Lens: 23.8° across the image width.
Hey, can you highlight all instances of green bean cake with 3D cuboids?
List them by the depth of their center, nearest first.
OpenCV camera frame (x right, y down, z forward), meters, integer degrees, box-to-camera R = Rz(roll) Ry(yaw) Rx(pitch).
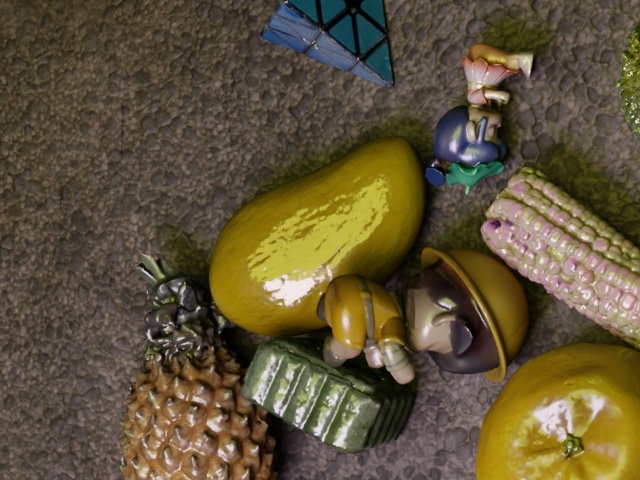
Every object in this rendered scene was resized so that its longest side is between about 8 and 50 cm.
[{"bbox_3d":[0.013,0.194,1.949,0.183,0.185,0.094,25,95,22],"label":"green bean cake"}]

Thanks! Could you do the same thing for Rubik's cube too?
[{"bbox_3d":[-0.030,-0.290,1.977,0.190,0.178,0.211,-14,83,27],"label":"Rubik's cube"}]

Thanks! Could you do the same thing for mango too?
[{"bbox_3d":[0.001,0.009,1.979,0.331,0.142,0.195,-26,83,16],"label":"mango"}]

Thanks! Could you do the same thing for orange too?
[{"bbox_3d":[0.318,0.255,1.779,0.279,0.235,0.279,-1,86,19],"label":"orange"}]

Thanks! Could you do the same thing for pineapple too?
[{"bbox_3d":[-0.176,0.188,2.035,0.223,0.223,0.357,-13,76,24],"label":"pineapple"}]

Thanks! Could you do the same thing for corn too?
[{"bbox_3d":[0.342,0.043,1.831,0.335,0.126,0.127,38,105,20],"label":"corn"}]

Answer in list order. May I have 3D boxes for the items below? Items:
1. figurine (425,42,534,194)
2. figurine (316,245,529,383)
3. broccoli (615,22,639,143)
[{"bbox_3d":[0.198,-0.155,1.919,0.102,0.111,0.195,16,93,7],"label":"figurine"},{"bbox_3d":[0.132,0.090,1.867,0.257,0.192,0.167,3,112,-18],"label":"figurine"},{"bbox_3d":[0.463,-0.189,1.742,0.242,0.180,0.273,31,102,23],"label":"broccoli"}]
